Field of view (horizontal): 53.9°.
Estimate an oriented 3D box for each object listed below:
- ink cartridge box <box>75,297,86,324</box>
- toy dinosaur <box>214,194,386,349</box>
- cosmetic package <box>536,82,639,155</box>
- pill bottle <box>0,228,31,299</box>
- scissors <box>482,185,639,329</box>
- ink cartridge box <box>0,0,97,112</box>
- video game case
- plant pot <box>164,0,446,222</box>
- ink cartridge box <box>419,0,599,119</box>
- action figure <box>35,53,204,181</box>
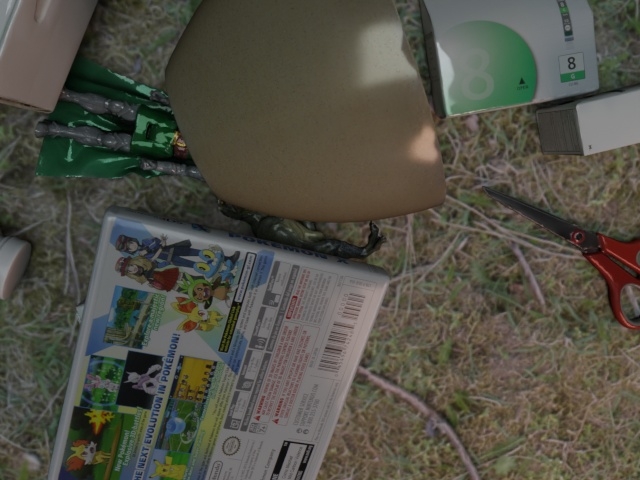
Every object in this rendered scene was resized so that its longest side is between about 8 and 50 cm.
[{"bbox_3d":[-0.195,0.088,0.704,0.122,0.052,0.089,-20,101,-5],"label":"ink cartridge box"},{"bbox_3d":[0.000,0.000,0.711,0.118,0.064,0.268,-42,105,7],"label":"toy dinosaur"},{"bbox_3d":[0.378,-0.150,0.705,0.239,0.099,0.061,-14,101,-5],"label":"cosmetic package"},{"bbox_3d":[-0.393,0.004,0.650,0.160,0.087,0.087,22,97,-10],"label":"pill bottle"},{"bbox_3d":[0.331,-0.005,0.767,0.297,0.021,0.109,40,96,-10],"label":"scissors"},{"bbox_3d":[-0.362,-0.278,0.560,0.306,0.131,0.226,25,95,0],"label":"ink cartridge box"},{"bbox_3d":[-0.114,0.149,0.690,0.299,0.036,0.329,13,108,-16],"label":"video game case"},{"bbox_3d":[-0.027,-0.131,0.578,0.190,0.284,0.284,-21,101,4],"label":"plant pot"},{"bbox_3d":[0.202,-0.259,0.691,0.180,0.056,0.225,-11,102,-5],"label":"ink cartridge box"},{"bbox_3d":[-0.174,-0.113,0.672,0.232,0.063,0.137,11,95,-12],"label":"action figure"}]
